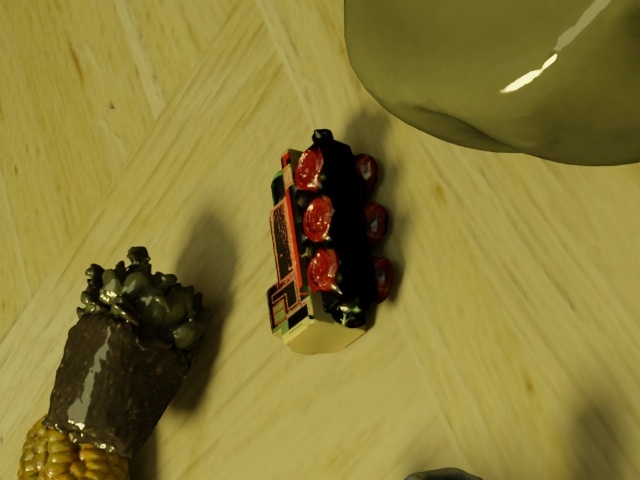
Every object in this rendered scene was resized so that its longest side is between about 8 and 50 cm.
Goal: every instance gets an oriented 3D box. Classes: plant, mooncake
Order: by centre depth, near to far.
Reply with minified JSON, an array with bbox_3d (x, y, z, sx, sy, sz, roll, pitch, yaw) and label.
[{"bbox_3d":[0.133,-0.165,0.764,0.275,0.135,0.275,-25,56,44],"label":"mooncake"},{"bbox_3d":[-0.136,0.076,1.052,0.092,0.094,0.143,-7,54,58],"label":"plant"}]

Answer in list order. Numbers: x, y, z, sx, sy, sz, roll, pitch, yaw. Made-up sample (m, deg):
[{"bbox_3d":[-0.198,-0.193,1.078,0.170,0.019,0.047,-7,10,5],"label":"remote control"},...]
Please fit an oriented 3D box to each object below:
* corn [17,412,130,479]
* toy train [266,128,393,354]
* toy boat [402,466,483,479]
[{"bbox_3d":[-0.178,0.271,1.051,0.101,0.101,0.310,-31,56,43],"label":"corn"},{"bbox_3d":[0.000,0.000,0.950,0.087,0.050,0.138,-39,50,43],"label":"toy train"},{"bbox_3d":[0.071,0.190,0.723,0.309,0.129,0.142,15,104,54],"label":"toy boat"}]
